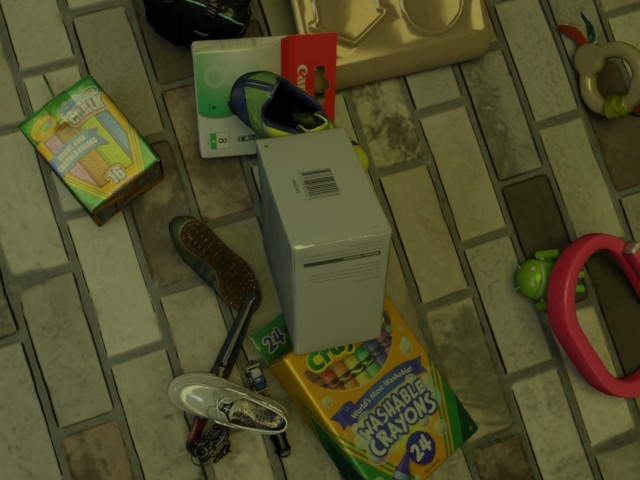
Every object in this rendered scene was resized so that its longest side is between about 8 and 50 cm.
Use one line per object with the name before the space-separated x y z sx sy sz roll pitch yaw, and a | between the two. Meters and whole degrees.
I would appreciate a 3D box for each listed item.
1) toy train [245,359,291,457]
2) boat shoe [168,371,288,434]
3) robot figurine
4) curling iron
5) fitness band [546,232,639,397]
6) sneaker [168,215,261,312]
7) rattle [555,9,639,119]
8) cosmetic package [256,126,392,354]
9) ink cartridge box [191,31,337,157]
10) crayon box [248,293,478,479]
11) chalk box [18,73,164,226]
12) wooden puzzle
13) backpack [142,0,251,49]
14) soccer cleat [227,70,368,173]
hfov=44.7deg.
toy train | -0.081 0.260 1.203 0.027 0.036 0.158 -21 86 -11
boat shoe | -0.133 0.244 1.141 0.184 0.063 0.066 26 84 -11
robot figurine | 0.376 0.066 1.287 0.115 0.067 0.101 7 75 -9
curling iron | -0.142 0.210 1.192 0.068 0.035 0.274 16 85 -11
fitness band | 0.480 0.124 1.268 0.209 0.054 0.291 -45 111 -19
sneaker | -0.167 0.031 1.203 0.064 0.086 0.192 -45 122 -15
rattle | 0.516 -0.310 1.359 0.142 0.130 0.200 -17 59 -22
cosmetic package | 0.000 0.000 1.111 0.138 0.225 0.224 -10 47 -11
ink cartridge box | -0.081 -0.223 1.203 0.224 0.056 0.181 -5 128 -9
crayon box | 0.067 0.218 1.187 0.203 0.083 0.323 -35 89 -26
chalk box | -0.353 -0.148 1.163 0.132 0.132 0.213 -41 90 -12
wooden puzzle | 0.096 -0.442 1.275 0.322 0.080 0.348 -15 105 -9
backpack | -0.185 -0.369 1.191 0.166 0.188 0.144 15 75 -10
soccer cleat | -0.012 -0.157 1.174 0.289 0.121 0.093 31 78 -41
